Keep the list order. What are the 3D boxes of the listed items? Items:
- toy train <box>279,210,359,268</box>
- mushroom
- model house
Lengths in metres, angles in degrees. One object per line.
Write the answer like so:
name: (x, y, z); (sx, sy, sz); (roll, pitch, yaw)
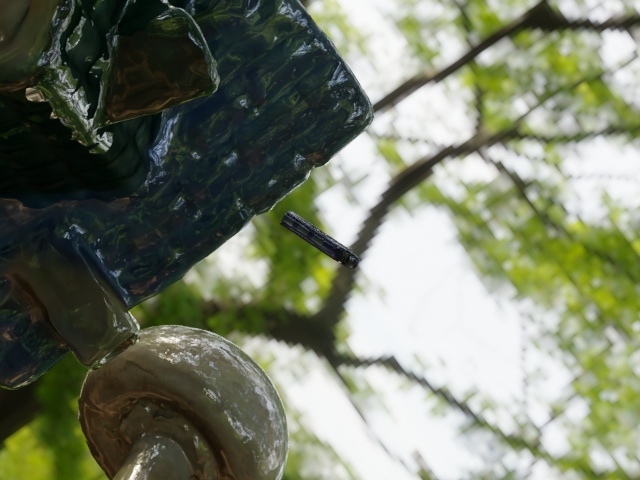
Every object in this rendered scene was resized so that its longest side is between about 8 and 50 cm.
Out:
toy train: (0.000, 0.000, 1.848); (0.083, 0.017, 0.017); (33, 6, 16)
mushroom: (-0.139, 0.192, 1.797); (0.207, 0.215, 0.207); (14, -49, 17)
model house: (-0.173, -0.152, 1.312); (0.400, 0.395, 0.445); (56, -2, 18)
